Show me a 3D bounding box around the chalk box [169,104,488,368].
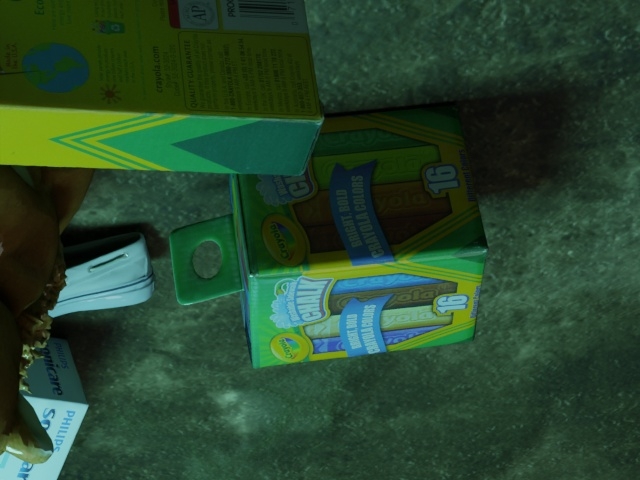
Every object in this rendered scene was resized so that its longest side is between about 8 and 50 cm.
[{"bbox_3d":[0.000,0.000,1.741,0.289,0.180,0.179,-6,147,-6],"label":"chalk box"}]

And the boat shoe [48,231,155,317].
[{"bbox_3d":[-0.282,0.035,1.826,0.226,0.083,0.076,-12,117,-18],"label":"boat shoe"}]

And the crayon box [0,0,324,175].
[{"bbox_3d":[-0.169,-0.158,1.442,0.318,0.202,0.081,2,145,-15],"label":"crayon box"}]

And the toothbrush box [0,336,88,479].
[{"bbox_3d":[-0.429,0.203,1.939,0.295,0.126,0.216,11,119,-29],"label":"toothbrush box"}]

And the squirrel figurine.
[{"bbox_3d":[-0.315,0.054,1.571,0.281,0.370,0.397,-6,147,-5],"label":"squirrel figurine"}]
